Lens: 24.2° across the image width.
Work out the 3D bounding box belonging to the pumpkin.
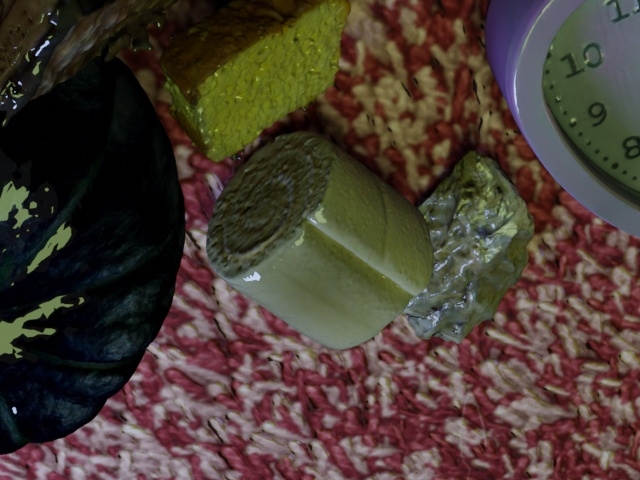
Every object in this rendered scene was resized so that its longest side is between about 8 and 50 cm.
[{"bbox_3d":[-0.275,-0.015,1.095,0.363,0.266,0.363,-6,121,-10],"label":"pumpkin"}]

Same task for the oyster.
[{"bbox_3d":[0.135,0.019,1.331,0.132,0.072,0.209,20,120,-21],"label":"oyster"}]

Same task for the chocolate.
[{"bbox_3d":[-0.130,-0.173,1.006,0.065,0.329,0.102,40,120,1],"label":"chocolate"}]

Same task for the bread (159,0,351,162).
[{"bbox_3d":[-0.053,-0.133,1.134,0.187,0.065,0.103,-43,153,-37],"label":"bread"}]

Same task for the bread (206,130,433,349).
[{"bbox_3d":[0.000,0.000,1.247,0.148,0.134,0.141,-34,130,25],"label":"bread"}]

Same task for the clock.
[{"bbox_3d":[0.307,-0.166,1.223,0.338,0.102,0.339,-6,124,-9],"label":"clock"}]
